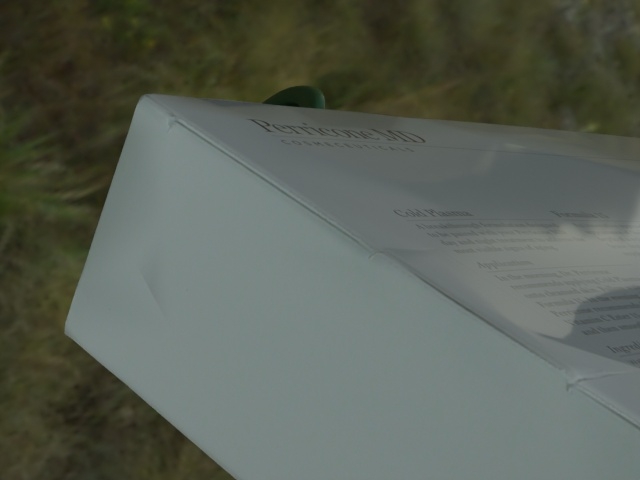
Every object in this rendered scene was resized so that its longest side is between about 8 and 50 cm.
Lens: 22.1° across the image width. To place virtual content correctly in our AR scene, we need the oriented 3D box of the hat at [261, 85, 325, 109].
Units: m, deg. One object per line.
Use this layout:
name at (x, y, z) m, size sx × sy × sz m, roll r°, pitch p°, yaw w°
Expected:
hat at (0.000, 0.000, 1.238) m, size 0.183 × 0.173 × 0.208 m, roll 44°, pitch 55°, yaw -22°

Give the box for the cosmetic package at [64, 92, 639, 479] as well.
cosmetic package at (0.147, 0.055, 0.566) m, size 0.377 × 0.097 × 0.284 m, roll 1°, pitch 29°, yaw -47°
